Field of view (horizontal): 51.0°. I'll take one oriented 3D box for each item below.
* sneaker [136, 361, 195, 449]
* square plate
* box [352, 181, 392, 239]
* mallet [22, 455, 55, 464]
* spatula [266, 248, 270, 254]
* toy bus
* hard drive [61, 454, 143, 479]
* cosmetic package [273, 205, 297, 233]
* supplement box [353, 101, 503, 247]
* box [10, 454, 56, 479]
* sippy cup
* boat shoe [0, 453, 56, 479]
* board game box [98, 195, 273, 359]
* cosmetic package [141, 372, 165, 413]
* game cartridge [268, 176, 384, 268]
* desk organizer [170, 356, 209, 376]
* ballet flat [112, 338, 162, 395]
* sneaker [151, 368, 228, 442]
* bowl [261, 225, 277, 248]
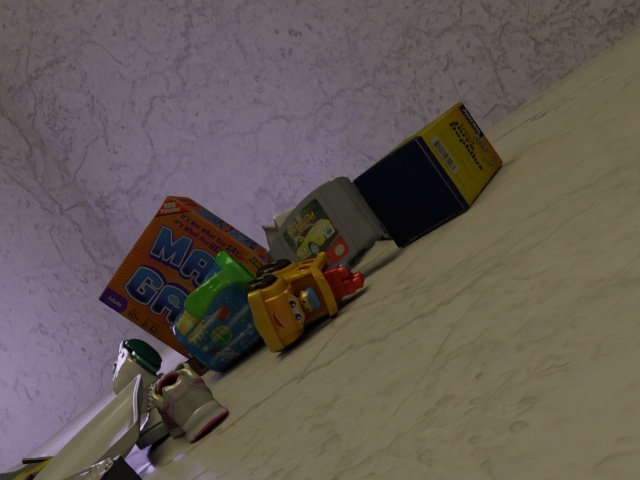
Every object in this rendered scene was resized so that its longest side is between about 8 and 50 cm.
[{"bbox_3d":[-0.324,0.336,1.386,0.094,0.091,0.258,-34,5,16],"label":"sneaker"},{"bbox_3d":[-0.454,0.427,1.257,0.347,0.049,0.344,-46,12,-8],"label":"square plate"},{"bbox_3d":[0.144,-0.089,1.869,0.056,0.183,0.231,-36,4,-6],"label":"box"},{"bbox_3d":[-0.602,0.508,1.581,0.189,0.039,0.062,-5,4,11],"label":"mallet"},{"bbox_3d":[-0.016,0.041,1.752,0.168,0.242,0.019,-31,50,19],"label":"spatula"},{"bbox_3d":[-0.021,0.108,1.334,0.211,0.150,0.220,-18,10,14],"label":"toy bus"},{"bbox_3d":[-0.413,0.431,0.896,0.338,0.064,0.237,-29,14,31],"label":"hard drive"},{"bbox_3d":[-0.027,0.002,1.873,0.151,0.152,0.184,-25,-25,-10],"label":"cosmetic package"},{"bbox_3d":[0.268,-0.165,1.606,0.194,0.195,0.356,-33,5,36],"label":"supplement box"},{"bbox_3d":[-0.636,0.554,1.522,0.232,0.087,0.058,-34,3,44],"label":"box"},{"bbox_3d":[-0.222,0.181,1.592,0.224,0.305,0.240,-47,33,-6],"label":"sippy cup"},{"bbox_3d":[-0.908,0.724,2.052,0.226,0.083,0.076,-24,-8,3],"label":"boat shoe"},{"bbox_3d":[-0.383,0.109,2.046,0.356,0.356,0.356,-56,3,2],"label":"board game box"},{"bbox_3d":[-0.539,0.471,1.901,0.239,0.060,0.099,-35,2,11],"label":"cosmetic package"},{"bbox_3d":[0.000,0.000,1.562,0.060,0.196,0.294,-1,-38,-49],"label":"game cartridge"},{"bbox_3d":[-0.361,0.357,1.810,0.130,0.050,0.047,-34,4,25],"label":"desk organizer"},{"bbox_3d":[-0.525,0.361,1.868,0.139,0.139,0.400,-36,7,-12],"label":"ballet flat"},{"bbox_3d":[-0.245,0.281,1.202,0.103,0.111,0.252,-37,4,-26],"label":"sneaker"},{"bbox_3d":[-0.044,0.018,2.183,0.297,0.134,0.298,1,1,0],"label":"bowl"}]
